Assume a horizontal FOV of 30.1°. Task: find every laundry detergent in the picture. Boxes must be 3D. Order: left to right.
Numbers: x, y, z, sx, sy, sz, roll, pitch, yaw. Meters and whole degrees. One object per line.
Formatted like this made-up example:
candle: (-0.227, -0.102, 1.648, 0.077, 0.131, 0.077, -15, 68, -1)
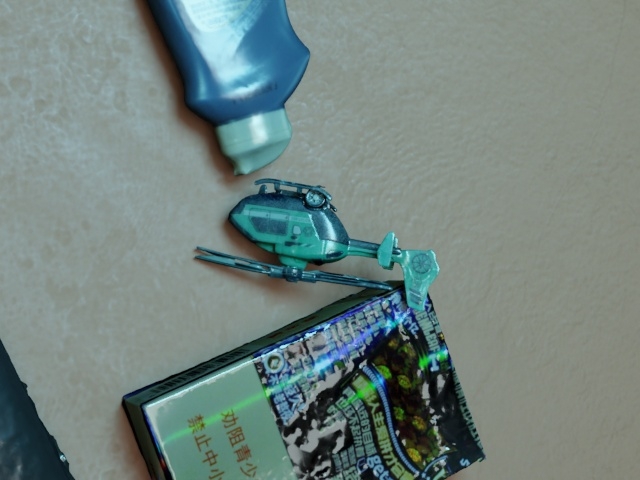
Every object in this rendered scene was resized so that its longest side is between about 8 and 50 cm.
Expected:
laundry detergent: (-0.091, -0.209, 1.147, 0.143, 0.094, 0.289, -18, 97, -28)

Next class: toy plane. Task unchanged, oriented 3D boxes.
toy plane: (0.000, 0.000, 1.150, 0.235, 0.060, 0.096, 11, 80, 7)

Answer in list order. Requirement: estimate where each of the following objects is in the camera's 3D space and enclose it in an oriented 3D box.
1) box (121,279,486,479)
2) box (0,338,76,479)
box: (-0.012, 0.182, 1.155, 0.310, 0.084, 0.198, -22, 95, -22)
box: (-0.406, 0.204, 0.993, 0.359, 0.091, 0.350, -28, 98, -21)
